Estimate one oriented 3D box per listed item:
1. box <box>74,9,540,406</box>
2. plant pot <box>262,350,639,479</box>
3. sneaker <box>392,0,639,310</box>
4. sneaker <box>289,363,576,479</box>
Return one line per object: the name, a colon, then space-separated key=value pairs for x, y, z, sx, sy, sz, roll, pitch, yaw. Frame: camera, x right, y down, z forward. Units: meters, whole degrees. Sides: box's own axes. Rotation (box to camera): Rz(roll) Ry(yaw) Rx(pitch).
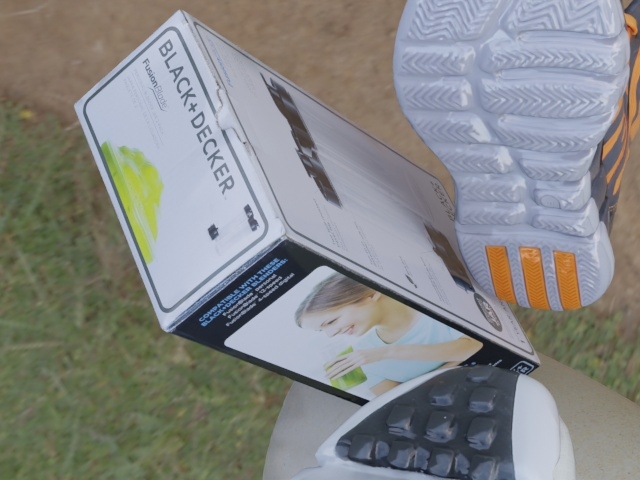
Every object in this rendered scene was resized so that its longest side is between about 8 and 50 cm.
box: x=0.000 y=0.000 z=0.909 sx=0.087 sy=0.290 sz=0.169 roll=-38 pitch=57 yaw=18
plant pot: x=0.143 y=0.186 z=1.070 sx=0.274 sy=0.256 sz=0.257 roll=8 pitch=107 yaw=43
sneaker: x=0.126 y=-0.115 z=0.887 sx=0.124 sy=0.180 sz=0.321 roll=9 pitch=146 yaw=14
sneaker: x=0.025 y=0.185 z=0.506 sx=0.110 sy=0.118 sz=0.292 roll=10 pitch=79 yaw=38
